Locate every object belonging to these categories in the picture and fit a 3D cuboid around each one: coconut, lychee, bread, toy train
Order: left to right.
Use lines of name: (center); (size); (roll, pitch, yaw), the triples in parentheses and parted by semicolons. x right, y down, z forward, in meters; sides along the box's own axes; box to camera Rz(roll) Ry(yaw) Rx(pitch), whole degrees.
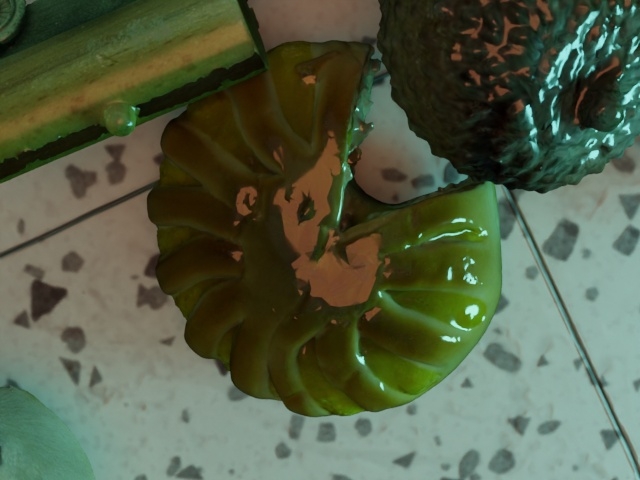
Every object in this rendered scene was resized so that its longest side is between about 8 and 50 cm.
coconut: (-0.309, 0.227, 1.596); (0.241, 0.241, 0.241); (0, 98, 0)
toy train: (-0.175, -0.154, 1.572); (0.307, 0.126, 0.189); (-23, 63, 4)
bread: (0.000, 0.000, 1.607); (0.333, 0.160, 0.333); (0, 98, 2)
lychee: (0.165, -0.171, 1.535); (0.255, 0.274, 0.255); (-21, 131, -27)
